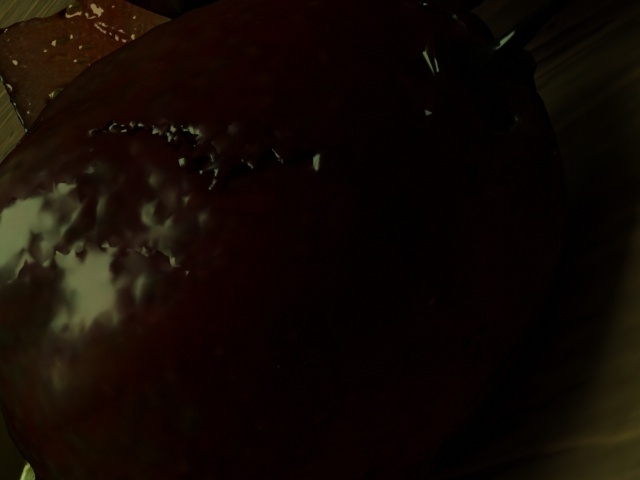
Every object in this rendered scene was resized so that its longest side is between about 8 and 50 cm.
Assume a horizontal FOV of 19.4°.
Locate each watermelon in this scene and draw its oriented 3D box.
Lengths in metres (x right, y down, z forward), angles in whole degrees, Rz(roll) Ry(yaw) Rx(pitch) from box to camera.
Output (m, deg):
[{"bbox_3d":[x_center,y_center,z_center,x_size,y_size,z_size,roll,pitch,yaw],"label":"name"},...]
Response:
[{"bbox_3d":[-0.105,-0.086,1.071,0.145,0.137,0.193,-29,19,-6],"label":"watermelon"}]

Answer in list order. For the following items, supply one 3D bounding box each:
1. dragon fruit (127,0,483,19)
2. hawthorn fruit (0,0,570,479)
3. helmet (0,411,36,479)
[{"bbox_3d":[0.031,-0.140,0.651,0.317,0.152,0.205,-35,24,26],"label":"dragon fruit"},{"bbox_3d":[0.000,0.000,0.582,0.235,0.181,0.181,-34,29,18],"label":"hawthorn fruit"},{"bbox_3d":[-0.266,0.144,1.126,0.257,0.140,0.205,-43,28,40],"label":"helmet"}]
